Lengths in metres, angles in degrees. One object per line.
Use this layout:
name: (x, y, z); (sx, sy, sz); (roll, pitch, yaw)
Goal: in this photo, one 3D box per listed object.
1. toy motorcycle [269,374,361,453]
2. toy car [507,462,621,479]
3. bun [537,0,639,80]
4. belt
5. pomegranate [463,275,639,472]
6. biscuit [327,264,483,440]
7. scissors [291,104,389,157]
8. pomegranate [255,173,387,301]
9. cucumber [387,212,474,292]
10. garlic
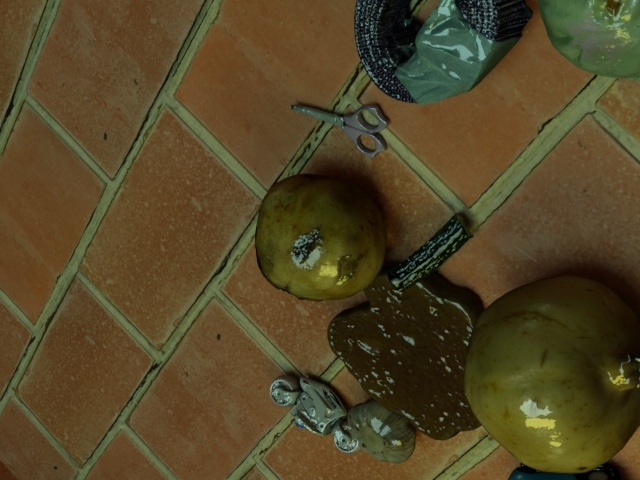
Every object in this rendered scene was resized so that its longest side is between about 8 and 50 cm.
toy motorcycle: (-0.002, 0.372, 2.364); (0.254, 0.112, 0.112); (32, 131, 21)
toy car: (0.458, 0.524, 2.019); (0.255, 0.190, 0.188); (9, 121, 36)
bun: (0.431, -0.354, 1.527); (0.293, 0.187, 0.293); (20, 129, 27)
belt: (0.187, -0.368, 1.756); (0.260, 0.122, 0.325); (50, 135, 10)
pomegranate: (0.410, 0.227, 1.787); (0.342, 0.342, 0.342); (19, 125, 29)
biscuit: (0.188, 0.219, 2.124); (0.381, 0.074, 0.359); (18, 119, 30)
scissors: (0.035, -0.227, 2.024); (0.212, 0.021, 0.110); (22, 130, 27)
pomegranate: (0.000, 0.000, 2.043); (0.260, 0.260, 0.260); (19, 125, 29)
cucumber: (0.203, 0.027, 1.981); (0.187, 0.058, 0.058); (-42, 86, 25)
garlic: (0.138, 0.396, 2.253); (0.159, 0.102, 0.147); (16, 122, 38)
